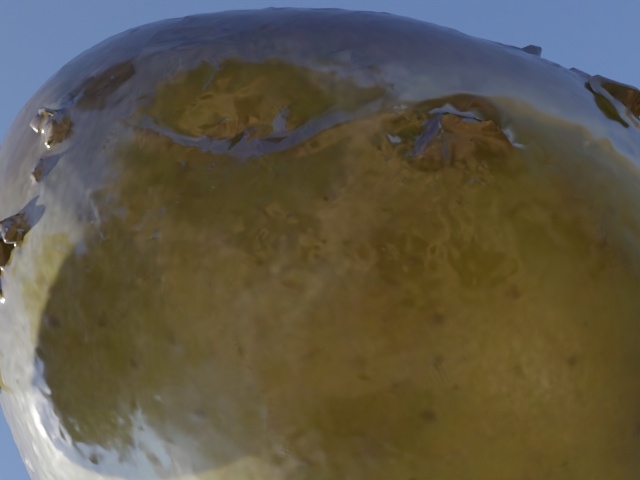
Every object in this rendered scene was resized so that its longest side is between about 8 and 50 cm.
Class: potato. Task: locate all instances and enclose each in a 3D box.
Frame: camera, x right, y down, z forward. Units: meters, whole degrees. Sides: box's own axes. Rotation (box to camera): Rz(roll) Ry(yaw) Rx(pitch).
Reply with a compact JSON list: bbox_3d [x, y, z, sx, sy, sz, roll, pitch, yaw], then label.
[{"bbox_3d":[0.000,0.000,0.878,0.385,0.442,0.319,-73,-29,-45],"label":"potato"}]
